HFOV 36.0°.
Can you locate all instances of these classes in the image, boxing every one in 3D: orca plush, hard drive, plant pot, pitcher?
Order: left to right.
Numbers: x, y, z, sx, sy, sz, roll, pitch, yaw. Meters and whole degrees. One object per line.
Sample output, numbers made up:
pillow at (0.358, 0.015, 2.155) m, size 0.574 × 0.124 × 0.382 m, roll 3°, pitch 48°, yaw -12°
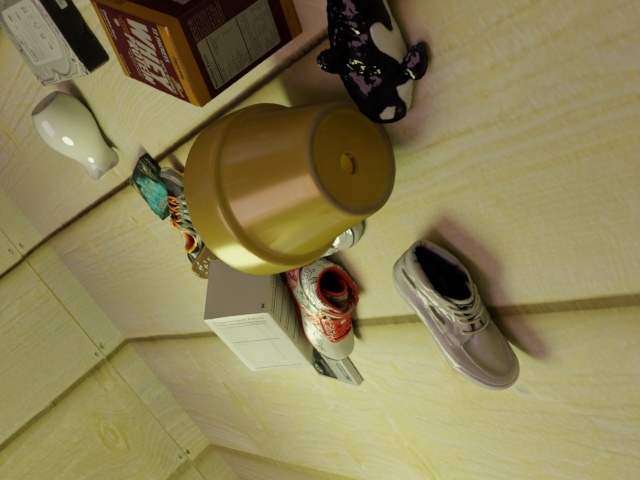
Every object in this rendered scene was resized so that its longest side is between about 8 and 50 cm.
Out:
hard drive at (-0.587, -0.448, 2.076) m, size 0.339 × 0.064 × 0.237 m, roll 9°, pitch 134°, yaw 59°
pitcher at (-0.581, -0.255, 2.318) m, size 0.207 × 0.125 × 0.178 m, roll 49°, pitch 176°, yaw -30°
plant pot at (-0.030, -0.089, 1.421) m, size 0.239 × 0.254 × 0.254 m, roll -14°, pitch 115°, yaw 49°
orca plush at (0.046, -0.241, 1.194) m, size 0.151 × 0.102 × 0.287 m, roll 39°, pitch 155°, yaw 23°

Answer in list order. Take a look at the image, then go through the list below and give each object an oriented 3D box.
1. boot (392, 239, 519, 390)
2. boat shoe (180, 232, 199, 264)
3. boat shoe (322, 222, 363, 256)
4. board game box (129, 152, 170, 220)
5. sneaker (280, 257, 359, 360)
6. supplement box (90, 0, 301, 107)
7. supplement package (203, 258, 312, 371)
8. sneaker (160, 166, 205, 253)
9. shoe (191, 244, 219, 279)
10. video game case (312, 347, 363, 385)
boot at (0.208, 0.112, 1.466) m, size 0.258 × 0.095 × 0.123 m, roll 46°, pitch 164°, yaw 9°
boat shoe at (-0.286, 0.012, 2.250) m, size 0.083 × 0.065 × 0.183 m, roll 20°, pitch 145°, yaw 47°
boat shoe at (0.000, 0.000, 1.695) m, size 0.083 × 0.076 × 0.226 m, roll 50°, pitch 157°, yaw -4°
board game box at (-0.382, -0.121, 2.266) m, size 0.126 × 0.026 × 0.186 m, roll 49°, pitch 158°, yaw -1°
sneaker at (0.023, 0.139, 1.857) m, size 0.145 × 0.090 × 0.270 m, roll 19°, pitch 141°, yaw 54°
supplement box at (-0.172, -0.310, 1.362) m, size 0.191 × 0.194 × 0.129 m, roll 27°, pitch 149°, yaw 41°
supplement package at (-0.115, 0.144, 1.930) m, size 0.139 × 0.134 × 0.244 m, roll -8°, pitch 147°, yaw 16°
sneaker at (-0.291, -0.063, 2.118) m, size 0.084 × 0.083 × 0.215 m, roll 16°, pitch 140°, yaw 54°
shoe at (-0.208, 0.012, 2.094) m, size 0.076 × 0.058 × 0.219 m, roll 42°, pitch 139°, yaw -10°
video game case at (-0.004, 0.230, 2.142) m, size 0.190 × 0.022 × 0.173 m, roll 56°, pitch 156°, yaw -18°
